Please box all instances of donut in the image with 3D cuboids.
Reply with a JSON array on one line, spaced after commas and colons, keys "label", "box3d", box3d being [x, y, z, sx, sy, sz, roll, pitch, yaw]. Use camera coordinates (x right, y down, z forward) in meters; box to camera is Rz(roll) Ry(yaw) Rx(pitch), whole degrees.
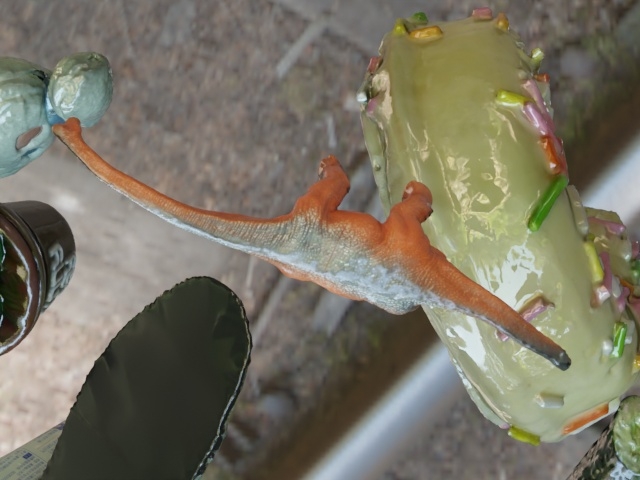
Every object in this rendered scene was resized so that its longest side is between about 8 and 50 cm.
[{"label": "donut", "box3d": [0.164, -0.001, 1.480, 0.150, 0.307, 0.371, -20, 131, 18]}]

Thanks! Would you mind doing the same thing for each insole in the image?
[{"label": "insole", "box3d": [-0.139, 0.159, 1.134, 0.009, 0.119, 0.348, 6, 126, -45]}]

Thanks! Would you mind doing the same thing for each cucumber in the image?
[{"label": "cucumber", "box3d": [0.178, 0.179, 1.209, 0.052, 0.058, 0.215, -6, 149, -23]}]

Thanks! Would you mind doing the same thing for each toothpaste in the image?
[{"label": "toothpaste", "box3d": [-0.203, 0.160, 1.314, 0.052, 0.218, 0.033, 26, 115, 18]}]

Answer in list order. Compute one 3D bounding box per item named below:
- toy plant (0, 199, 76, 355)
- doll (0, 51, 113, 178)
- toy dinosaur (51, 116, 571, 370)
[{"label": "toy plant", "box3d": [-0.246, 0.031, 1.227, 0.105, 0.200, 0.143, 33, 121, 13]}, {"label": "doll", "box3d": [-0.219, -0.075, 1.144, 0.214, 0.103, 0.071, -19, 85, 19]}, {"label": "toy dinosaur", "box3d": [0.002, -0.005, 0.907, 0.279, 0.101, 0.055, 22, 116, 6]}]
